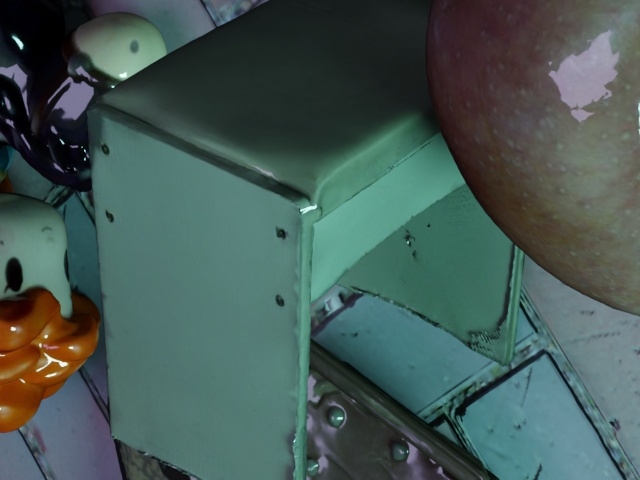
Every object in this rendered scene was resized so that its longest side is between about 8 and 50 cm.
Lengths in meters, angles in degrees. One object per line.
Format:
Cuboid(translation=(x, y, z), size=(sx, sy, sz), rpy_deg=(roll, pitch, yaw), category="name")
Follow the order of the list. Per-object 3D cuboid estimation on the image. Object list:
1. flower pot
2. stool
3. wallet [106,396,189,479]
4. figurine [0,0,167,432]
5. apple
Cuboid(translation=(0.030, 0.183, 1.378), size=(0.251, 0.084, 0.178), rpy_deg=(36, 110, 27), category="flower pot")
Cuboid(translation=(0.000, 0.000, 1.213), size=(0.170, 0.244, 0.269), rpy_deg=(26, 131, 31), category="stool")
Cuboid(translation=(-0.088, 0.255, 1.504), size=(0.170, 0.044, 0.321), rpy_deg=(-29, 72, 45), category="wallet")
Cuboid(translation=(-0.274, -0.058, 1.517), size=(0.306, 0.241, 0.411), rpy_deg=(28, 103, 6), category="figurine")
Cuboid(translation=(0.207, -0.090, 1.020), size=(0.306, 0.235, 0.305), rpy_deg=(2, 113, 5), category="apple")
